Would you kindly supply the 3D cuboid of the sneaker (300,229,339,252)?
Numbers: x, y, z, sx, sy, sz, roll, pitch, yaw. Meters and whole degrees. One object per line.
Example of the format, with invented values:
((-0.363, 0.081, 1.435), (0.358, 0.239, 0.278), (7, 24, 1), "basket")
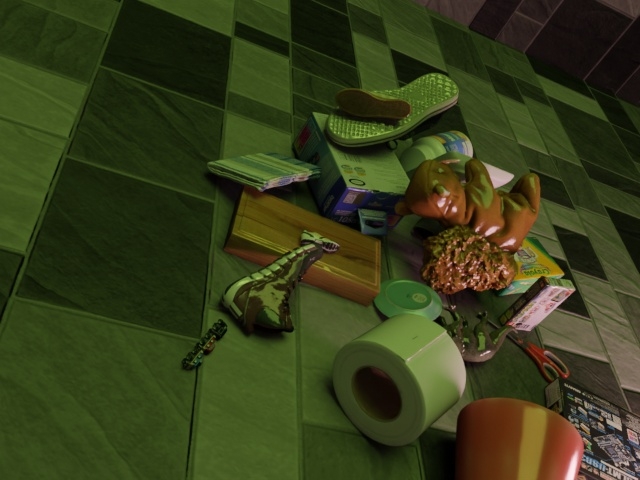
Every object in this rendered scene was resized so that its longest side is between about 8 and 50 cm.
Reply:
((0.000, 0.000, 1.704), (0.109, 0.040, 0.043), (16, 40, -20), "sneaker")

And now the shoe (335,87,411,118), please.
((0.150, -0.389, 1.915), (0.219, 0.076, 0.058), (11, 14, -3), "shoe")

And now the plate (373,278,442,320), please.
((0.234, 0.153, 1.781), (0.188, 0.024, 0.188), (4, 34, -3), "plate")

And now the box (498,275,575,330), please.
((0.621, 0.184, 1.920), (0.114, 0.207, 0.036), (10, 44, -27), "box")

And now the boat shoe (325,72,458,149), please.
((0.221, -0.376, 2.052), (0.500, 0.156, 0.186), (-27, 69, -32), "boat shoe")

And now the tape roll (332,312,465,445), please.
((0.170, 0.301, 1.459), (0.169, 0.246, 0.246), (-23, 64, -45), "tape roll")

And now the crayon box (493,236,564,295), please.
((0.632, 0.080, 2.138), (0.279, 0.081, 0.165), (-3, 51, -37), "crayon box")

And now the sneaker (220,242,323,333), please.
((-0.081, 0.129, 1.565), (0.281, 0.106, 0.162), (-29, 77, -23), "sneaker")

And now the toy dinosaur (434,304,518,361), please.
((0.392, 0.266, 1.777), (0.314, 0.121, 0.160), (14, 54, -30), "toy dinosaur")

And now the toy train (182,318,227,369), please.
((-0.245, 0.225, 1.428), (0.036, 0.027, 0.158), (44, 38, -4), "toy train")

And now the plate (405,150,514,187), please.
((0.422, -0.185, 2.124), (0.278, 0.277, 0.045), (16, 67, -31), "plate")

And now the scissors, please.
((0.594, 0.300, 1.934), (0.297, 0.021, 0.109), (44, 42, 14), "scissors")

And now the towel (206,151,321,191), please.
((-0.152, -0.197, 1.858), (0.209, 0.034, 0.285), (22, 24, 29), "towel")

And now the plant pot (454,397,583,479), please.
((0.404, 0.510, 1.407), (0.275, 0.275, 0.243), (30, 48, -4), "plant pot")

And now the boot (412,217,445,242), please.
((0.403, -0.040, 2.113), (0.190, 0.076, 0.208), (25, 31, 10), "boot")

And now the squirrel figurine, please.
((0.398, -0.046, 1.879), (0.371, 0.281, 0.396), (19, 69, -37), "squirrel figurine")

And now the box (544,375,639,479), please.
((0.735, 0.538, 1.736), (0.296, 0.073, 0.293), (27, 40, -8), "box")

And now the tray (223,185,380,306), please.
((-0.037, 0.011, 1.758), (0.411, 0.076, 0.202), (23, 40, -14), "tray")

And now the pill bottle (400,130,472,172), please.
((0.398, -0.291, 2.309), (0.272, 0.152, 0.152), (-20, 62, -46), "pill bottle")

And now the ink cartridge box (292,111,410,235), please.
((0.110, -0.190, 2.006), (0.270, 0.151, 0.395), (5, 45, -32), "ink cartridge box")
